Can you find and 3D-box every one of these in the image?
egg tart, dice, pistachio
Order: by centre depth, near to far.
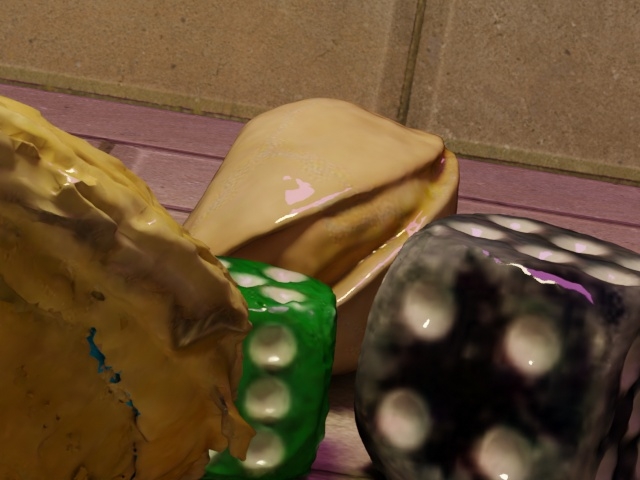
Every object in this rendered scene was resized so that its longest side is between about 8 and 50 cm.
[{"bbox_3d":[-0.219,0.057,0.873,0.388,0.169,0.388,12,-30,7],"label":"egg tart"},{"bbox_3d":[-0.059,0.086,1.186,0.131,0.128,0.120,10,12,-5],"label":"dice"},{"bbox_3d":[0.141,0.088,1.221,0.182,0.183,0.181,18,12,27],"label":"dice"},{"bbox_3d":[0.000,0.000,1.449,0.238,0.229,0.321,-32,4,29],"label":"pistachio"}]
